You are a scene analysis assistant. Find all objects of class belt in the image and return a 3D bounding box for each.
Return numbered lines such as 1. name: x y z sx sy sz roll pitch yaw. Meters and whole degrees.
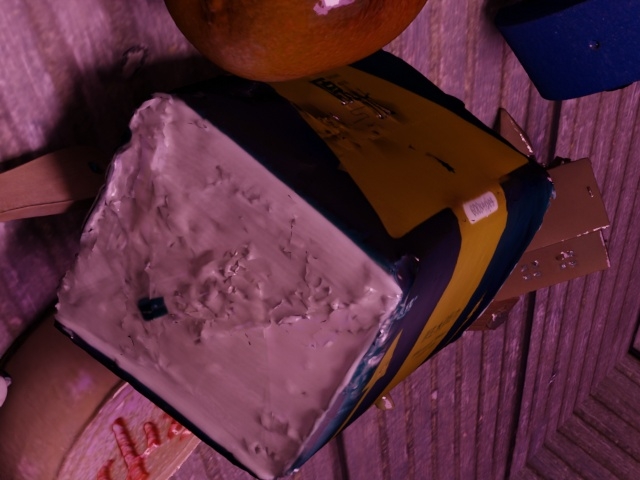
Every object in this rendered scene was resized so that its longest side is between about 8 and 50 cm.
1. belt: 0.349 -0.266 1.444 0.347 0.117 0.212 -15 -153 51

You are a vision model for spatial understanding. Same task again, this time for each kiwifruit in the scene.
1. kiwifruit: -0.006 -0.223 1.005 0.234 0.196 0.196 -31 150 -33

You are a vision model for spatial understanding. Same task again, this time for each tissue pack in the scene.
1. tissue pack: 0.000 0.000 1.177 0.253 0.264 0.416 -60 164 25

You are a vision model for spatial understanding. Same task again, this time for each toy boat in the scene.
1. toy boat: 0.206 0.072 1.899 0.089 0.121 0.321 -50 159 18

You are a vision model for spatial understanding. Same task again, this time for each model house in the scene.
1. model house: 0.276 -0.079 1.819 0.181 0.176 0.248 -16 119 8

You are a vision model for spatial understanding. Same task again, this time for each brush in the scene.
1. brush: -0.277 -0.011 0.984 0.327 0.070 0.065 -23 162 -51

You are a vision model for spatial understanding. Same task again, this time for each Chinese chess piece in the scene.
1. Chinese chess piece: -0.201 0.155 1.293 0.270 0.112 0.270 -42 156 -24

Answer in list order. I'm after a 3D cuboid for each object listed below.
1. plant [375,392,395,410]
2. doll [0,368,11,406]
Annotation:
1. plant: -0.064 0.139 1.461 0.333 0.180 0.251 -27 136 -38
2. doll: -0.316 0.120 1.086 0.091 0.067 0.219 -50 158 -6
